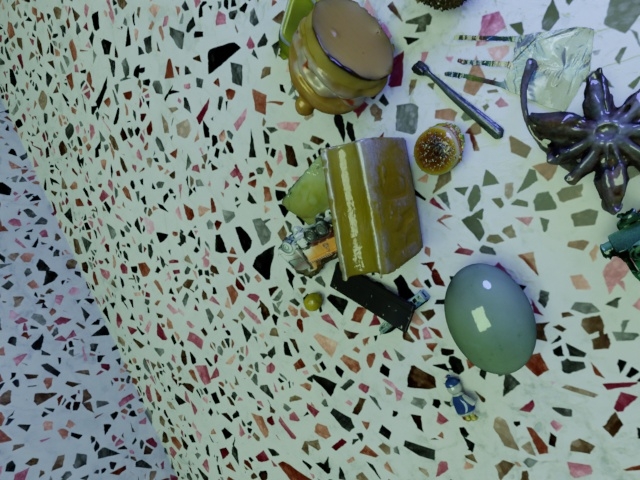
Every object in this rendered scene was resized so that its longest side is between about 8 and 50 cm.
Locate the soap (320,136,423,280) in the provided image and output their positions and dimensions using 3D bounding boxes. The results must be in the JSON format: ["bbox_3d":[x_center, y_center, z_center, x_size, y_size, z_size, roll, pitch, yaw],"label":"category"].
[{"bbox_3d":[0.144,-0.095,1.086,0.156,0.293,0.336,-6,97,36],"label":"soap"}]

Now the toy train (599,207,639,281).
[{"bbox_3d":[0.697,-0.017,0.794,0.154,0.115,0.269,30,130,-28],"label":"toy train"}]

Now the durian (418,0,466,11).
[{"bbox_3d":[0.290,-0.612,0.916,0.196,0.166,0.196,171,90,-71],"label":"durian"}]

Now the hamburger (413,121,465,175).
[{"bbox_3d":[0.307,-0.234,1.063,0.141,0.081,0.127,-17,92,38],"label":"hamburger"}]

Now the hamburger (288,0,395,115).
[{"bbox_3d":[0.037,-0.458,1.091,0.277,0.276,0.237,60,145,6],"label":"hamburger"}]

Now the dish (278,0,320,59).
[{"bbox_3d":[-0.042,-0.618,1.188,0.221,0.108,0.263,46,123,18],"label":"dish"}]

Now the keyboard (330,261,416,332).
[{"bbox_3d":[0.153,0.167,1.284,0.309,0.018,0.101,28,113,37],"label":"keyboard"}]

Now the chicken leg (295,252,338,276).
[{"bbox_3d":[-0.006,0.066,1.379,0.197,0.069,0.085,-26,64,30],"label":"chicken leg"}]

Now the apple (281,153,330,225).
[{"bbox_3d":[0.023,-0.141,1.266,0.193,0.120,0.265,46,135,0],"label":"apple"}]

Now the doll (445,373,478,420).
[{"bbox_3d":[0.402,0.454,1.197,0.143,0.057,0.099,61,147,8],"label":"doll"}]

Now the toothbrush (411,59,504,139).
[{"bbox_3d":[0.342,-0.355,1.041,0.297,0.030,0.030,46,149,14],"label":"toothbrush"}]

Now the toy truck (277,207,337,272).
[{"bbox_3d":[0.000,0.000,1.251,0.270,0.114,0.135,-25,109,39],"label":"toy truck"}]

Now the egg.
[{"bbox_3d":[0.417,0.194,1.025,0.202,0.203,0.283,-15,97,36],"label":"egg"}]

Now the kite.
[{"bbox_3d":[0.452,-0.421,0.957,0.309,0.015,0.170,25,116,24],"label":"kite"}]

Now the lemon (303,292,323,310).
[{"bbox_3d":[-0.026,0.213,1.425,0.062,0.062,0.083,50,124,14],"label":"lemon"}]

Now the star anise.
[{"bbox_3d":[0.589,-0.229,0.856,0.315,0.139,0.360,-1,87,27],"label":"star anise"}]

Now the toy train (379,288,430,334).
[{"bbox_3d":[0.244,0.222,1.251,0.047,0.043,0.207,52,125,16],"label":"toy train"}]
